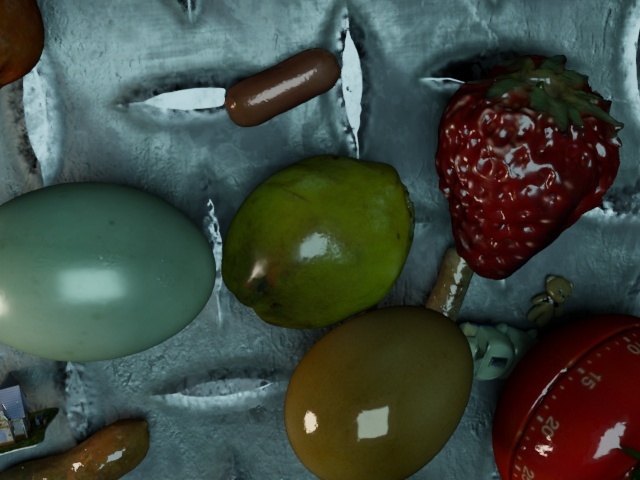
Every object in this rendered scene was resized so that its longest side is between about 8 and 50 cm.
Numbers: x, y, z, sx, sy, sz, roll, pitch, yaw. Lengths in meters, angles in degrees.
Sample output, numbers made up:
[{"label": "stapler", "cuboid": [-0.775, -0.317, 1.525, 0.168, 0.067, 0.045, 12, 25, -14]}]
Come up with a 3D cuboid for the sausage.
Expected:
[{"label": "sausage", "cuboid": [-0.060, -0.243, 1.708, 0.194, 0.077, 0.077, -26, 106, 1]}]

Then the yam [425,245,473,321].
[{"label": "yam", "cuboid": [0.196, 0.145, 1.848, 0.066, 0.066, 0.299, 20, 102, -11]}]

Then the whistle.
[{"label": "whistle", "cuboid": [0.281, 0.188, 1.838, 0.244, 0.092, 0.110, 7, 112, -32]}]

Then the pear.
[{"label": "pear", "cuboid": [0.000, 0.000, 1.688, 0.321, 0.269, 0.269, -35, 106, 1]}]

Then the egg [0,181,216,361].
[{"label": "egg", "cuboid": [-0.354, 0.047, 1.648, 0.389, 0.276, 0.276, 1, 105, -7]}]

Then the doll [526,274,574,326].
[{"label": "doll", "cuboid": [0.401, 0.106, 1.880, 0.061, 0.051, 0.093, 28, 130, -14]}]

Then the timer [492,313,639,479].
[{"label": "timer", "cuboid": [0.462, 0.303, 1.782, 0.378, 0.279, 0.378, -21, 130, -27]}]

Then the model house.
[{"label": "model house", "cuboid": [-0.503, 0.275, 1.756, 0.117, 0.167, 0.088, -13, 103, 2]}]

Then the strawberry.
[{"label": "strawberry", "cuboid": [0.299, -0.101, 1.694, 0.295, 0.317, 0.345, 16, 128, -10]}]

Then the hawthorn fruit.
[{"label": "hawthorn fruit", "cuboid": [-0.513, -0.340, 1.572, 0.224, 0.224, 0.260, 4, 79, -7]}]

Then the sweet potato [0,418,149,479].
[{"label": "sweet potato", "cuboid": [-0.417, 0.389, 1.832, 0.292, 0.097, 0.097, -24, 106, 2]}]

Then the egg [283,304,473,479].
[{"label": "egg", "cuboid": [0.094, 0.236, 1.659, 0.322, 0.250, 0.250, -36, 107, -16]}]
